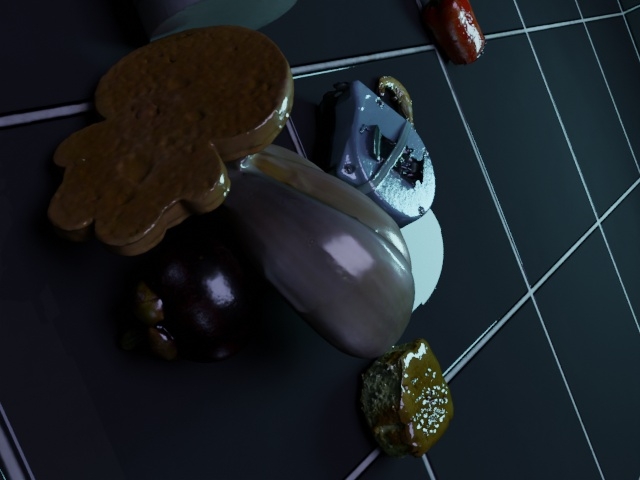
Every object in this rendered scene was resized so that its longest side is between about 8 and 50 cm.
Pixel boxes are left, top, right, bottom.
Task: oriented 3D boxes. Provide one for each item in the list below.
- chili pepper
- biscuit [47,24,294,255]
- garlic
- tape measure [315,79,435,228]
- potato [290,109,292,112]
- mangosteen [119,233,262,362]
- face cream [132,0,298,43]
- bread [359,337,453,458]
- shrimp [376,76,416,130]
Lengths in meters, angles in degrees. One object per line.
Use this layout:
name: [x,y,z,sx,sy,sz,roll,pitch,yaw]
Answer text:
chili pepper: [0.234,-0.416,1.304,0.192,0.084,0.086,48,28,-32]
biscuit: [-0.139,-0.103,0.671,0.044,0.202,0.288,76,29,-54]
garlic: [-0.001,0.001,0.750,0.325,0.132,0.279,40,16,-20]
tape measure: [0.077,-0.101,0.976,0.181,0.107,0.182,24,55,-35]
potato: [-0.059,-0.162,0.888,0.047,0.045,0.092,15,55,-5]
mangosteen: [-0.126,0.063,0.673,0.140,0.140,0.140,22,59,-43]
face cream: [-0.126,-0.308,0.762,0.177,0.177,0.152,-21,92,-51]
bread: [0.110,0.202,0.920,0.140,0.069,0.127,-32,99,-51]
shrimp: [0.119,-0.212,1.135,0.083,0.023,0.114,8,64,-45]
